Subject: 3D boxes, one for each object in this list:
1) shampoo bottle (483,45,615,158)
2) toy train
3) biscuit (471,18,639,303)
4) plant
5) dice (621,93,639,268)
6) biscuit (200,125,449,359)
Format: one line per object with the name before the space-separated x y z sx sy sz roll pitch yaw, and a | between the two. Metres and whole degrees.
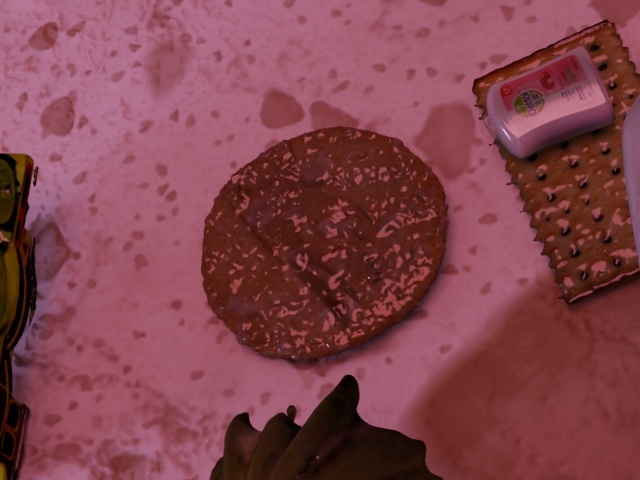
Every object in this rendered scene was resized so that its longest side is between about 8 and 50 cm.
shampoo bottle | 0.180 -0.109 1.393 0.099 0.043 0.072 -22 57 6
toy train | -0.297 0.055 1.426 0.100 0.160 0.296 0 66 14
biscuit | 0.216 -0.066 1.394 0.139 0.016 0.231 -24 58 5
plant | -0.021 0.204 1.148 0.180 0.333 0.251 -41 70 12
dice | 0.357 0.046 1.120 0.277 0.304 0.304 -9 62 13
biscuit | 0.000 0.001 1.424 0.220 0.033 0.220 -9 61 16
